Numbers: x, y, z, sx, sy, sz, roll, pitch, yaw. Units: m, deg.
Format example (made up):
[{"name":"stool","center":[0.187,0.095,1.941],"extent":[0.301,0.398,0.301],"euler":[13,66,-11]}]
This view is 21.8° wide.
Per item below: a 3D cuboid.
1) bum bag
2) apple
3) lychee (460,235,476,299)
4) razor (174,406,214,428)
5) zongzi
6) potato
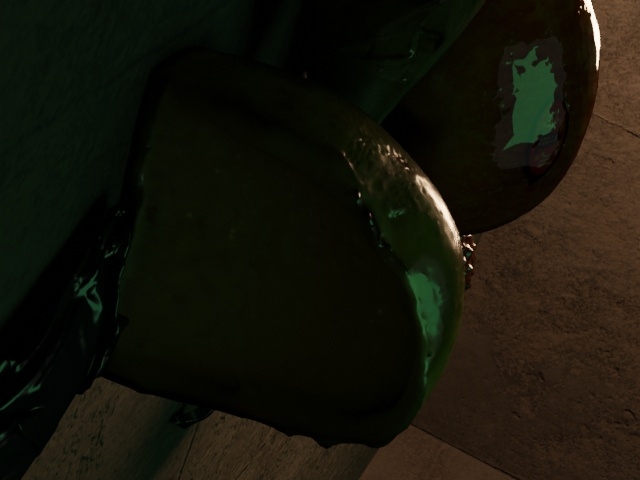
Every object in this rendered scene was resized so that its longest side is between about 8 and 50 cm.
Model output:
[{"name":"bum bag","center":[-0.193,0.088,1.189],"extent":[0.248,0.060,0.123],"euler":[-57,168,-34]},{"name":"apple","center":[0.116,-0.151,1.557],"extent":[0.250,0.277,0.309],"euler":[-22,116,-64]},{"name":"lychee","center":[0.093,0.013,2.020],"extent":[0.200,0.200,0.238],"euler":[-66,165,17]},{"name":"razor","center":[-0.101,0.126,1.823],"extent":[0.190,0.033,0.066],"euler":[-62,170,-9]},{"name":"zongzi","center":[0.099,-0.286,1.379],"extent":[0.393,0.174,0.356],"euler":[104,13,-51]},{"name":"potato","center":[0.000,0.000,1.324],"extent":[0.213,0.280,0.330],"euler":[-49,161,-46]}]
